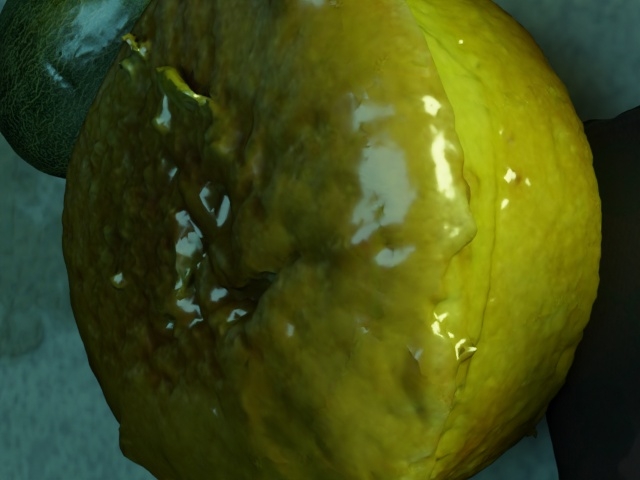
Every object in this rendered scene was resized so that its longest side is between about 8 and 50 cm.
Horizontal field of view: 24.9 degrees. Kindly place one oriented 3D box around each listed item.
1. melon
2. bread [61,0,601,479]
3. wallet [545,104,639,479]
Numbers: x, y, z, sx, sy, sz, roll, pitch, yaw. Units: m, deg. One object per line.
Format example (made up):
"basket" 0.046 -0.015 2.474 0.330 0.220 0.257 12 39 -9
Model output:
"melon" -0.103 -0.093 0.725 0.167 0.114 0.114 -41 66 25
"bread" 0.000 0.000 0.608 0.268 0.145 0.268 9 101 52
"wallet" 0.166 0.049 0.572 0.182 0.049 0.229 -21 75 34
